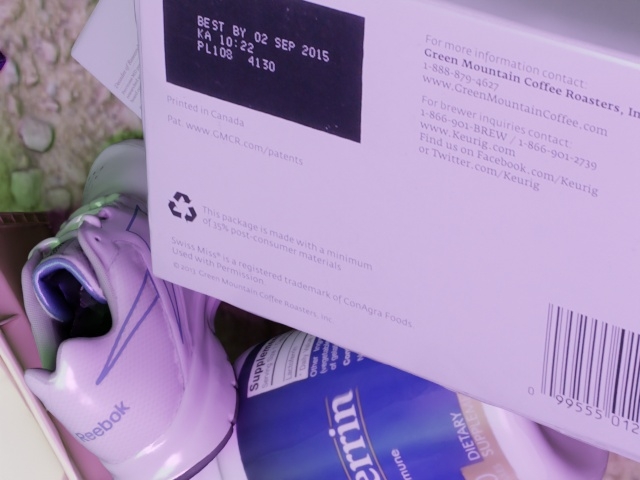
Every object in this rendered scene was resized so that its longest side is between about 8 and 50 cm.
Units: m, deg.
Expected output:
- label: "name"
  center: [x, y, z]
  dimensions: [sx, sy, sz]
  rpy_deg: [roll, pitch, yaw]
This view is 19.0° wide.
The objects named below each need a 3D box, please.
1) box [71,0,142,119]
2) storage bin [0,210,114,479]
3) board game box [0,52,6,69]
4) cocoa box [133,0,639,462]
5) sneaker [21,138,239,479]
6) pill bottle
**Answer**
- label: "box"
  center: [-0.081, -0.136, 1.209]
  dimensions: [0.087, 0.101, 0.102]
  rpy_deg: [42, 120, 14]
- label: "storage bin"
  center: [-0.197, 0.122, 1.258]
  dimensions: [0.123, 0.260, 0.262]
  rpy_deg: [-29, 89, 4]
- label: "board game box"
  center: [-0.396, -0.092, 1.447]
  dimensions: [0.208, 0.056, 0.347]
  rpy_deg: [50, 124, 13]
- label: "cocoa box"
  center: [0.106, -0.073, 1.020]
  dimensions: [0.347, 0.228, 0.231]
  rpy_deg: [19, 128, 25]
- label: "sneaker"
  center: [-0.121, 0.021, 1.190]
  dimensions: [0.111, 0.297, 0.129]
  rpy_deg: [-35, 124, 17]
- label: "pill bottle"
  center: [0.031, 0.119, 1.178]
  dimensions: [0.265, 0.153, 0.153]
  rpy_deg: [-21, 94, 28]
